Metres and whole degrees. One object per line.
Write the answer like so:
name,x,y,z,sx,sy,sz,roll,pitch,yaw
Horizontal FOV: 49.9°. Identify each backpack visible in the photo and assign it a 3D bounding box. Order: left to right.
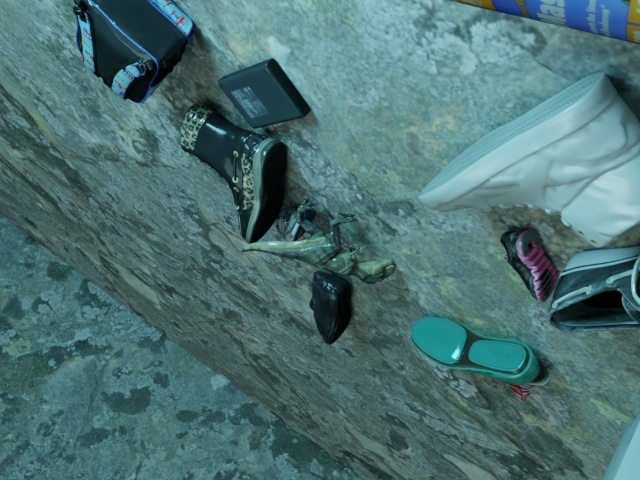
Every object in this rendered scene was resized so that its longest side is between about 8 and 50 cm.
backpack,-0.286,-0.296,1.032,0.158,0.117,0.173,42,154,-8

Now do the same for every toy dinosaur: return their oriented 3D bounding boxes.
toy dinosaur,0.000,0.000,1.160,0.268,0.064,0.118,13,112,5

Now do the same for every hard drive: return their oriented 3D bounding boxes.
hard drive,-0.085,-0.214,1.016,0.135,0.022,0.094,1,136,52

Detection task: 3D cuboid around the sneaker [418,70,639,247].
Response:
sneaker,0.242,-0.049,0.763,0.169,0.108,0.292,46,153,-9

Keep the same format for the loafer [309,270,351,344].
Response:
loafer,0.017,0.137,1.414,0.078,0.076,0.223,33,150,23

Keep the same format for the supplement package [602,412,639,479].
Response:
supplement package,0.508,0.407,0.991,0.204,0.262,0.145,28,153,21

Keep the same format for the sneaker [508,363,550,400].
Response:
sneaker,0.359,0.243,1.170,0.067,0.042,0.118,50,160,-14

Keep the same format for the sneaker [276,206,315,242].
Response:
sneaker,-0.054,-0.035,1.243,0.058,0.052,0.135,44,153,3

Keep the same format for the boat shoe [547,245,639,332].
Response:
boat shoe,0.378,0.056,0.761,0.113,0.105,0.306,47,154,-18

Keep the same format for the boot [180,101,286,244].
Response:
boot,-0.153,-0.115,1.186,0.179,0.085,0.236,32,141,16

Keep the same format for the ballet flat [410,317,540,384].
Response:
ballet flat,0.265,0.196,1.180,0.247,0.083,0.087,10,157,48

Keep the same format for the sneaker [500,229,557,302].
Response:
sneaker,0.279,0.032,0.931,0.057,0.047,0.119,13,138,54

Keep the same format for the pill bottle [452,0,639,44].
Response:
pill bottle,0.163,-0.239,0.497,0.272,0.152,0.152,23,151,27
